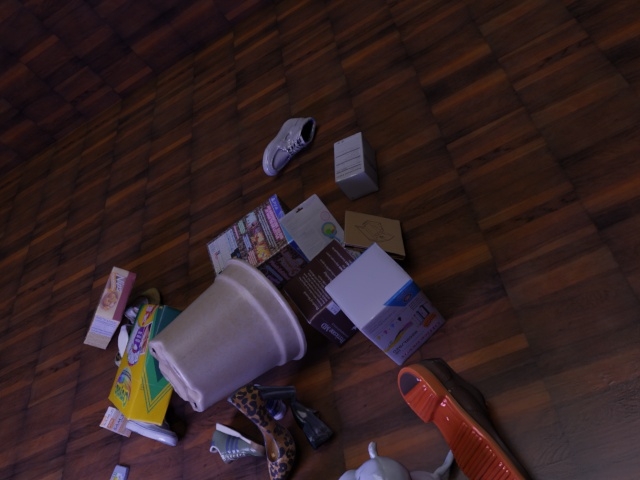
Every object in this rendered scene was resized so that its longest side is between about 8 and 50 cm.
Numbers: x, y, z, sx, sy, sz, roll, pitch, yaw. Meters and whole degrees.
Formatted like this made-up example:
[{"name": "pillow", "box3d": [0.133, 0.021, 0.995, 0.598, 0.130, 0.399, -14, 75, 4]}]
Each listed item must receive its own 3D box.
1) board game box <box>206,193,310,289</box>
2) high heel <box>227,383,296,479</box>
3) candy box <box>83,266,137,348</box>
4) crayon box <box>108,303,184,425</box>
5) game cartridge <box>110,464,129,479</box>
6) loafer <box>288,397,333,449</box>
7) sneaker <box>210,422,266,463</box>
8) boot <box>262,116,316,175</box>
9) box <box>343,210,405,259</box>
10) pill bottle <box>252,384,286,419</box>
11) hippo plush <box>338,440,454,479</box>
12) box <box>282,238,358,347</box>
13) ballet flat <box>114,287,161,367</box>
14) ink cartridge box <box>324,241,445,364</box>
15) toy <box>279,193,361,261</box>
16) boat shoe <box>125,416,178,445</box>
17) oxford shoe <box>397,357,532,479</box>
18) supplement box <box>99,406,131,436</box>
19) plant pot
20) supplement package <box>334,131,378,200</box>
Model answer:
[{"name": "board game box", "box3d": [-0.188, 0.039, 1.870, 0.291, 0.141, 0.232, -35, 44, 9]}, {"name": "high heel", "box3d": [-0.154, 0.483, 1.445, 0.093, 0.186, 0.261, -6, 78, 52]}, {"name": "candy box", "box3d": [-0.730, 0.239, 2.043, 0.316, 0.088, 0.182, -45, 30, 52]}, {"name": "crayon box", "box3d": [-0.508, 0.351, 1.754, 0.363, 0.106, 0.312, -11, 60, 63]}, {"name": "game cartridge", "box3d": [-0.600, 0.712, 1.752, 0.056, 0.017, 0.083, -1, 58, 31]}, {"name": "loafer", "box3d": [-0.029, 0.456, 1.509, 0.061, 0.062, 0.170, -27, 43, -15]}, {"name": "sneaker", "box3d": [-0.221, 0.554, 1.567, 0.192, 0.064, 0.086, 10, 72, 40]}, {"name": "boot", "box3d": [-0.109, -0.348, 2.138, 0.124, 0.095, 0.258, -1, 57, 44]}, {"name": "box", "box3d": [0.147, -0.018, 1.638, 0.165, 0.021, 0.201, 11, 28, -3]}, {"name": "pill bottle", "box3d": [-0.143, 0.430, 1.556, 0.067, 0.120, 0.067, -19, 49, 24]}, {"name": "hippo plush", "box3d": [0.152, 0.544, 1.171, 0.294, 0.236, 0.234, -33, 44, 12]}, {"name": "box", "box3d": [0.046, 0.142, 1.602, 0.203, 0.168, 0.167, -44, 44, 0]}, {"name": "ballet flat", "box3d": [-0.627, 0.290, 2.020, 0.123, 0.123, 0.348, -20, 48, 23]}, {"name": "ink cartridge box", "box3d": [0.164, 0.160, 1.457, 0.171, 0.232, 0.168, -43, 46, 0]}, {"name": "toy", "box3d": [0.000, 0.000, 1.734, 0.137, 0.237, 0.056, -37, -3, -16]}, {"name": "boat shoe", "box3d": [-0.497, 0.546, 1.753, 0.226, 0.083, 0.075, 2, 61, 38]}, {"name": "oxford shoe", "box3d": [0.328, 0.386, 1.245, 0.133, 0.129, 0.363, -17, 53, -35]}, {"name": "supplement box", "box3d": [-0.620, 0.560, 1.821, 0.036, 0.098, 0.062, 1, 60, 37]}, {"name": "plant pot", "box3d": [-0.260, 0.265, 1.545, 0.306, 0.333, 0.334, -36, 38, -27]}, {"name": "supplement package", "box3d": [0.113, -0.237, 1.887, 0.105, 0.105, 0.179, -20, 49, 23]}]
